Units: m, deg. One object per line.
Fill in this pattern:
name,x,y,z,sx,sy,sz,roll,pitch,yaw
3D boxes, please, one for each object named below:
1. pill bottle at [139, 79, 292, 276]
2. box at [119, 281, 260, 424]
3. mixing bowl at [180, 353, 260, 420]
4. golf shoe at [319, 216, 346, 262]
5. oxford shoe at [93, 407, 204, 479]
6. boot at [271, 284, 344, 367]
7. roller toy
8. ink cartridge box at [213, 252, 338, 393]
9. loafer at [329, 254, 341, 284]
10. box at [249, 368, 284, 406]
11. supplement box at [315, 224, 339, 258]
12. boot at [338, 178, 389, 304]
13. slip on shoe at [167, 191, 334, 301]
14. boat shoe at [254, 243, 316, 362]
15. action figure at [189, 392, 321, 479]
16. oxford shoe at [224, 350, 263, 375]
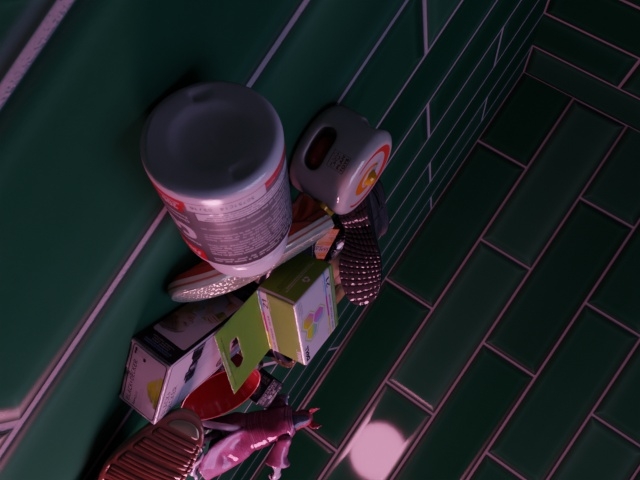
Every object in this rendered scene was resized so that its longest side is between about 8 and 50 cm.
pill bottle,-0.120,-0.060,0.744,0.161,0.161,0.283,-51,165,-19
box,-0.234,0.193,1.072,0.290,0.087,0.169,-36,155,-54
mixing bowl,-0.234,0.298,1.228,0.182,0.098,0.181,-23,144,-19
golf shoe,0.042,-0.004,1.608,0.198,0.077,0.094,-43,173,-21
oxford shoe,-0.364,0.444,1.113,0.397,0.140,0.146,-46,-163,17
boot,-0.039,0.281,1.861,0.269,0.089,0.236,-50,-177,-36
roller toy,0.045,-0.153,1.110,0.209,0.146,0.191,-46,162,-33
ink cartridge box,-0.075,0.174,1.107,0.255,0.097,0.188,-48,145,-37
loafer,0.036,0.089,1.742,0.102,0.092,0.268,-43,179,-19
box,-0.187,0.361,1.477,0.077,0.147,0.180,-54,166,-13
supplement box,0.000,0.000,1.484,0.062,0.036,0.098,1,124,-46
boot,0.138,-0.008,1.528,0.223,0.118,0.337,-16,105,-66
slip on shoe,-0.127,0.011,1.002,0.331,0.101,0.123,-30,171,-27
boat shoe,-0.071,0.125,1.330,0.187,0.156,0.500,-41,158,-41
action figure,-0.182,0.511,1.556,0.371,0.248,0.275,-18,139,2
oxford shoe,-0.179,0.263,1.338,0.082,0.096,0.227,-122,-136,-58
